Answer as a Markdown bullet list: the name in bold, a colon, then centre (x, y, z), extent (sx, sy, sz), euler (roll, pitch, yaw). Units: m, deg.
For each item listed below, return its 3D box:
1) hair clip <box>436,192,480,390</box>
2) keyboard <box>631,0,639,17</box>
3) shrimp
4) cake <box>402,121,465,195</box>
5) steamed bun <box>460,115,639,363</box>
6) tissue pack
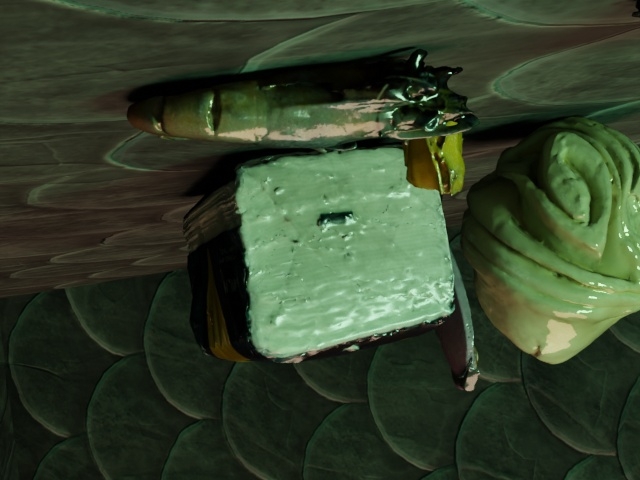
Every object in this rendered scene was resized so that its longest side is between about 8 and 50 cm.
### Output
- **hair clip**: centre (0.151, 0.027, 1.476), extent (0.095, 0.359, 0.110), euler (22, 131, -33)
- **keyboard**: centre (0.339, -0.184, 0.923), extent (0.231, 0.023, 0.072), euler (-4, -179, -44)
- **shrimp**: centre (-0.017, -0.106, 0.984), extent (0.289, 0.075, 0.178), euler (-9, -176, -1)
- **cake**: centre (0.116, -0.124, 1.222), extent (0.079, 0.116, 0.185), euler (-5, -151, 13)
- **steamed bun**: centre (0.290, -0.020, 1.434), extent (0.203, 0.289, 0.276), euler (39, -177, -36)
- **tissue pack**: centre (-0.027, 0.026, 1.514), extent (0.264, 0.253, 0.416), euler (-8, 178, -17)
